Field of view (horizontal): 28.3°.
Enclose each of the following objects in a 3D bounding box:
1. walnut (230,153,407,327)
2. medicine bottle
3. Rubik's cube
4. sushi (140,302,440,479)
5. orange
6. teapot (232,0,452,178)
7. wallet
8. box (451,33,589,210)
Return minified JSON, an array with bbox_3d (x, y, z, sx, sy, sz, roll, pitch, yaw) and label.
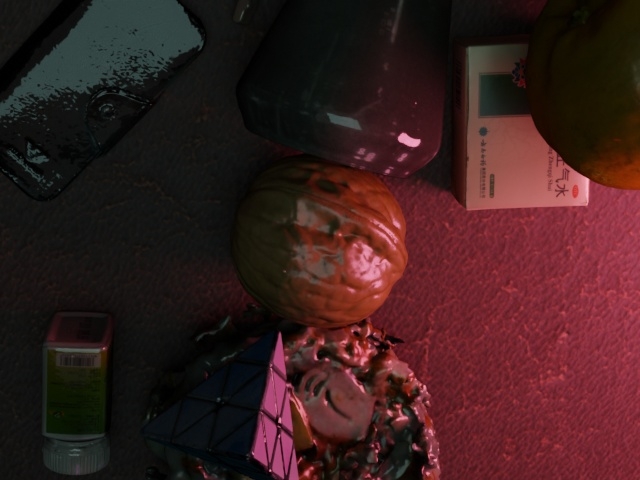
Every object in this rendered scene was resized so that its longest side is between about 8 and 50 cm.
[{"bbox_3d":[0.000,0.000,1.575,0.228,0.228,0.227,-1,106,-5],"label":"walnut"},{"bbox_3d":[-0.314,0.199,1.643,0.088,0.132,0.188,2,107,-7],"label":"medicine bottle"},{"bbox_3d":[-0.083,0.201,1.477,0.211,0.178,0.190,18,92,-10],"label":"Rubik's cube"},{"bbox_3d":[-0.037,0.272,1.664,0.418,0.176,0.417,-1,104,-3],"label":"sushi"},{"bbox_3d":[0.357,-0.195,1.424,0.235,0.279,0.279,18,104,-31],"label":"orange"},{"bbox_3d":[0.039,-0.271,1.508,0.300,0.253,0.343,21,97,22],"label":"teapot"},{"bbox_3d":[-0.298,-0.199,1.579,0.318,0.045,0.172,-44,103,9],"label":"wallet"},{"bbox_3d":[0.256,-0.152,1.617,0.168,0.095,0.211,-3,106,-7],"label":"box"}]
